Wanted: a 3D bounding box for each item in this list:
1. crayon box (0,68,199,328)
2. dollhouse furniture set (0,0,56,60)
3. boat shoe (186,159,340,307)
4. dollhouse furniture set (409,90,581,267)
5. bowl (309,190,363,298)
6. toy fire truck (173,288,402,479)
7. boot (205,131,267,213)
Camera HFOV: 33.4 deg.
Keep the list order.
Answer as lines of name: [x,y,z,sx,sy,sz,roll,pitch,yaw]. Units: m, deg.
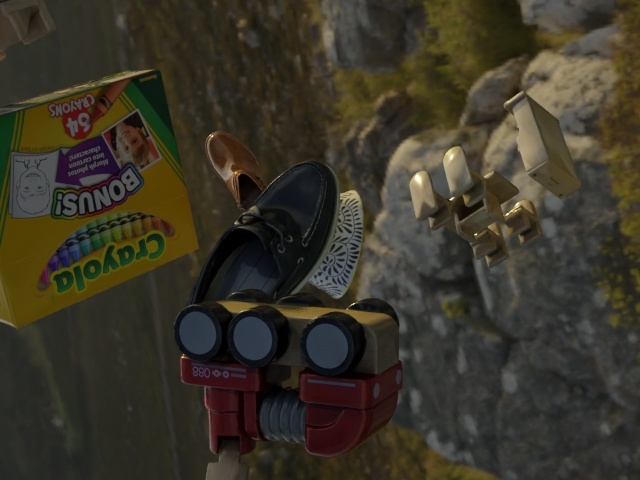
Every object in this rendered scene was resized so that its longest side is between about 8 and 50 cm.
crayon box: [-0.387,-0.077,1.693,0.106,0.363,0.313,7,115,46]
dollhouse furniture set: [-0.678,-0.326,1.563,0.394,0.362,0.256,-17,102,37]
boat shoe: [-0.088,0.022,1.453,0.127,0.340,0.113,32,171,23]
dollhouse furniture set: [0.298,-0.108,1.819,0.242,0.212,0.161,-35,44,29]
bowl: [0.000,0.000,1.628,0.170,0.080,0.170,-170,90,-74]
toy fire truck: [-0.041,0.184,1.056,0.217,0.158,0.246,3,98,25]
boot: [-0.132,-0.106,1.785,0.197,0.073,0.152,53,-178,1]
